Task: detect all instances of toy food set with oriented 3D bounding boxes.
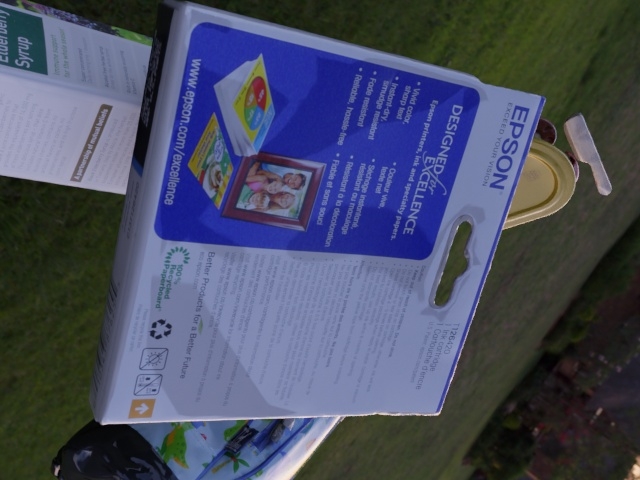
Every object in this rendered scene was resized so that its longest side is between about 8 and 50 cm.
[{"bbox_3d":[0.236,-0.090,0.836,0.128,0.218,0.071,47,46,-26],"label":"toy food set"}]

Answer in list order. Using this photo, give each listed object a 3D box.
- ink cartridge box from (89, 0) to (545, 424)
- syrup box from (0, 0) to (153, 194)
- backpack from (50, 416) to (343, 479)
[{"bbox_3d":[0.000,0.000,0.549,0.307,0.072,0.304,5,109,-31],"label":"ink cartridge box"},{"bbox_3d":[-0.210,-0.109,0.512,0.236,0.093,0.096,9,134,-35],"label":"syrup box"},{"bbox_3d":[-0.117,0.227,0.868,0.290,0.273,0.355,106,11,-45],"label":"backpack"}]
